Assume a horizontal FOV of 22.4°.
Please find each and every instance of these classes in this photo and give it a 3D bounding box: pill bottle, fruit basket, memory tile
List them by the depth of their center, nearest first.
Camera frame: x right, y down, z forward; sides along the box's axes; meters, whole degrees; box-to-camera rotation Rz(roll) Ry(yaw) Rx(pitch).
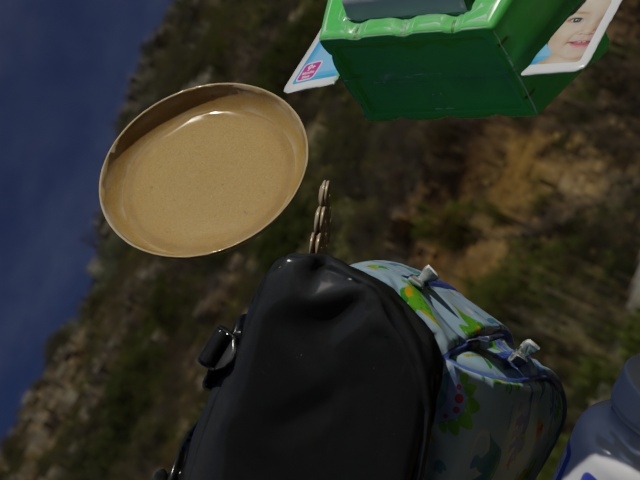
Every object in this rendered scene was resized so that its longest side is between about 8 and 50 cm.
[{"bbox_3d":[0.154,-0.274,1.469,0.165,0.327,0.353,49,-125,-40],"label":"fruit basket"},{"bbox_3d":[0.300,0.251,1.571,0.152,0.152,0.272,-25,-40,-54],"label":"pill bottle"},{"bbox_3d":[0.000,0.000,2.024,0.148,0.012,0.113,88,-170,-65],"label":"memory tile"}]

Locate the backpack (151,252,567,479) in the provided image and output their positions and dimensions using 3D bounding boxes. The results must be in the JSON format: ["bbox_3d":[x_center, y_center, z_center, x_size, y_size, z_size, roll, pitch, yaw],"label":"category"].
[{"bbox_3d":[0.042,0.151,1.206,0.355,0.273,0.290,-41,-28,-83],"label":"backpack"}]

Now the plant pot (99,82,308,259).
[{"bbox_3d":[-0.124,-0.071,1.753,0.236,0.236,0.032,-53,-32,-23],"label":"plant pot"}]
